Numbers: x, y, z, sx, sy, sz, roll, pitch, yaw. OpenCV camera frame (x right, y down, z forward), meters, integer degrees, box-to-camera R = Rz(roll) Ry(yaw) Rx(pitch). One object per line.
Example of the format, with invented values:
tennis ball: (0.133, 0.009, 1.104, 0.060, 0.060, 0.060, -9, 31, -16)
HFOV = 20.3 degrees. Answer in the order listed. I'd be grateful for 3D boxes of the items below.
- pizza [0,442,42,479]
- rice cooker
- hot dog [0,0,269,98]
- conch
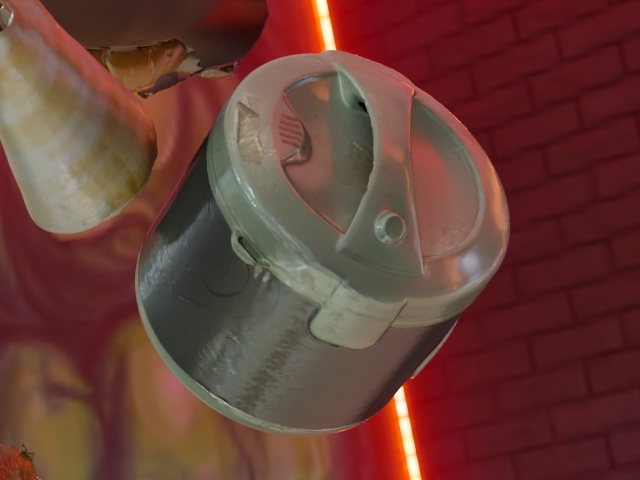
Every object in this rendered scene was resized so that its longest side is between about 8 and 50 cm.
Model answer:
pizza: (-0.257, 0.277, 1.576, 0.069, 0.147, 0.226, -32, -64, 23)
rice cooker: (0.003, -0.001, 1.547, 0.288, 0.288, 0.277, -2, -37, -35)
hot dog: (-0.233, -0.213, 1.960, 0.326, 0.194, 0.107, 13, -34, -7)
conch: (-0.209, -0.107, 1.540, 0.127, 0.158, 0.255, 1, -34, 10)
